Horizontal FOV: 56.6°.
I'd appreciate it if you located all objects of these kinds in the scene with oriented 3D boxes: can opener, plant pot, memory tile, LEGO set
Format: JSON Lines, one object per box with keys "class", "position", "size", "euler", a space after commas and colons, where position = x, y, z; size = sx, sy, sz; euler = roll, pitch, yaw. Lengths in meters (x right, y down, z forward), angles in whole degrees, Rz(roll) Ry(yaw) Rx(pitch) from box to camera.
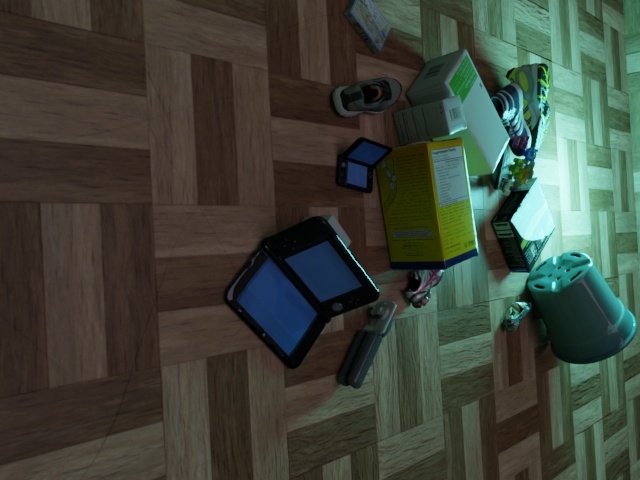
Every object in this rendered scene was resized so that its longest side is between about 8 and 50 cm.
{"class": "can opener", "position": [0.141, 0.283, 1.631], "size": [0.093, 0.074, 0.280], "euler": [52, 54, -30]}
{"class": "plant pot", "position": [1.002, 0.247, 2.340], "size": [0.334, 0.341, 0.341], "euler": [55, 52, -16]}
{"class": "memory tile", "position": [0.777, -0.267, 2.264], "size": [0.012, 0.148, 0.113], "euler": [12, 74, -8]}
{"class": "LEGO set", "position": [0.732, -0.285, 2.220], "size": [0.087, 0.093, 0.227], "euler": [7, 110, -24]}

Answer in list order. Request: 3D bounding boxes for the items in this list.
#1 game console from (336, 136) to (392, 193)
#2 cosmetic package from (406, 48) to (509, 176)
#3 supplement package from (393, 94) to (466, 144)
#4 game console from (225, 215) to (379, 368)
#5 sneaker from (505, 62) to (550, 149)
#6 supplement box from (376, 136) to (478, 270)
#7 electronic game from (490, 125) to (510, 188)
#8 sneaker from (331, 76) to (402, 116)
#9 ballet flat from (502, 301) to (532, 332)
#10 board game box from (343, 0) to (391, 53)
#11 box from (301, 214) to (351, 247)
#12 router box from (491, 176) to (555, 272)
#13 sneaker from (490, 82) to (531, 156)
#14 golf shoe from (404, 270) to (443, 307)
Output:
{"class": "game console", "position": [0.124, -0.204, 1.639], "size": [0.144, 0.085, 0.124], "euler": [10, 80, -44]}
{"class": "cosmetic package", "position": [0.454, -0.402, 1.934], "size": [0.365, 0.155, 0.197], "euler": [51, 54, -28]}
{"class": "supplement package", "position": [0.327, -0.361, 1.785], "size": [0.105, 0.179, 0.105], "euler": [-27, 106, -42]}
{"class": "game console", "position": [-0.032, 0.130, 1.410], "size": [0.293, 0.250, 0.173], "euler": [52, 28, -30]}
{"class": "sneaker", "position": [0.801, -0.505, 2.309], "size": [0.145, 0.147, 0.385], "euler": [-44, 135, -40]}
{"class": "supplement box", "position": [0.312, -0.107, 1.744], "size": [0.194, 0.195, 0.357], "euler": [-15, 99, -45]}
{"class": "electronic game", "position": [0.652, -0.297, 2.135], "size": [0.229, 0.048, 0.229], "euler": [12, 90, -74]}
{"class": "sneaker", "position": [0.154, -0.407, 1.669], "size": [0.271, 0.108, 0.100], "euler": [-26, 104, -44]}
{"class": "ballet flat", "position": [0.743, 0.270, 2.244], "size": [0.188, 0.070, 0.070], "euler": [-40, 115, -43]}
{"class": "board game box", "position": [0.139, -0.636, 1.724], "size": [0.154, 0.026, 0.103], "euler": [43, 59, -34]}
{"class": "box", "position": [0.000, 0.000, 1.490], "size": [0.102, 0.101, 0.087], "euler": [53, 53, -31]}
{"class": "router box", "position": [0.790, -0.061, 2.296], "size": [0.309, 0.081, 0.243], "euler": [-46, 118, -37]}
{"class": "sneaker", "position": [0.696, -0.431, 2.219], "size": [0.153, 0.099, 0.282], "euler": [-30, 114, -34]}
{"class": "golf shoe", "position": [0.320, 0.114, 1.826], "size": [0.086, 0.067, 0.186], "euler": [52, 55, -28]}
